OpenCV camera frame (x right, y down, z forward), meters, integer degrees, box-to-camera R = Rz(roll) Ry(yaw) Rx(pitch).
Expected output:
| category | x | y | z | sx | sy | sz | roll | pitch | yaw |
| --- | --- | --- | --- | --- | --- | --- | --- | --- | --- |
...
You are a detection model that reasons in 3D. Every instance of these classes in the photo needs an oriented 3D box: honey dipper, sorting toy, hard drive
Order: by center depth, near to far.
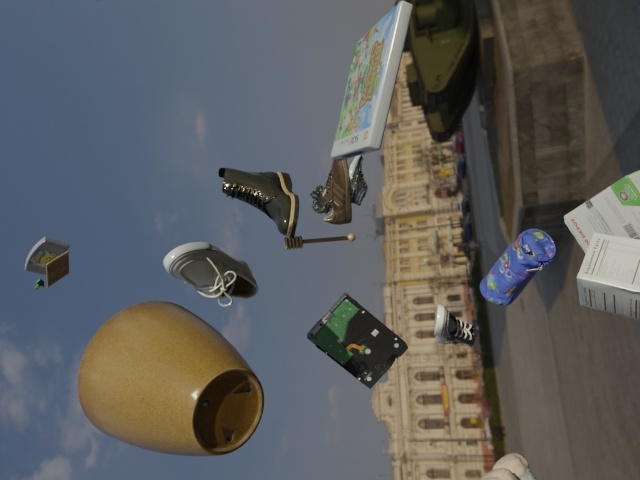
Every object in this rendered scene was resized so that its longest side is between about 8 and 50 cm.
| category | x | y | z | sx | sy | sz | roll | pitch | yaw |
| --- | --- | --- | --- | --- | --- | --- | --- | --- | --- |
| sorting toy | -0.510 | 0.059 | 0.938 | 0.083 | 0.012 | 0.062 | -56 | -12 | -60 |
| honey dipper | 0.000 | 0.000 | 1.098 | 0.030 | 0.160 | 0.031 | 175 | 90 | -76 |
| hard drive | 0.146 | 0.397 | 1.960 | 0.339 | 0.237 | 0.064 | 39 | -173 | -11 |

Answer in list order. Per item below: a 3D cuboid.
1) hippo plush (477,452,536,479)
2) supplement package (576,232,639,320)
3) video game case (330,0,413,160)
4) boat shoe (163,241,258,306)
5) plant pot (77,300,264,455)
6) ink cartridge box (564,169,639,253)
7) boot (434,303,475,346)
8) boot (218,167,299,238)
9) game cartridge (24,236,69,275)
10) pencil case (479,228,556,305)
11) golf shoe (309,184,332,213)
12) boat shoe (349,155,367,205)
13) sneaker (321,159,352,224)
| category | x | y | z | sx | sy | sz | roll | pitch | yaw |
| --- | --- | --- | --- | --- | --- | --- | --- | --- | --- |
| hippo plush | 0.379 | 0.495 | 0.769 | 0.234 | 0.236 | 0.294 | 42 | -128 | -33 |
| supplement package | 0.726 | 0.091 | 1.105 | 0.139 | 0.244 | 0.134 | -58 | -43 | -21 |
| video game case | 0.074 | -0.239 | 0.786 | 0.193 | 0.023 | 0.213 | -164 | 87 | -74 |
| boat shoe | -0.305 | 0.122 | 1.484 | 0.156 | 0.136 | 0.367 | 50 | -172 | 28 |
| plant pot | -0.209 | 0.225 | 0.761 | 0.237 | 0.254 | 0.237 | -1 | -88 | -43 |
| ink cartridge box | 0.740 | -0.051 | 1.216 | 0.160 | 0.092 | 0.219 | 64 | 158 | 15 |
| boot | 0.294 | 0.187 | 1.072 | 0.190 | 0.086 | 0.069 | 54 | -137 | -65 |
| boot | -0.118 | -0.072 | 0.917 | 0.198 | 0.136 | 0.077 | -115 | 36 | -57 |
| game cartridge | -0.539 | 0.032 | 0.969 | 0.056 | 0.083 | 0.017 | 26 | -160 | -41 |
| pencil case | 0.622 | 0.096 | 1.568 | 0.306 | 0.119 | 0.133 | 107 | 167 | -52 |
| golf shoe | 0.020 | -0.134 | 1.767 | 0.094 | 0.077 | 0.198 | 42 | -163 | -20 |
| boat shoe | 0.129 | -0.205 | 1.685 | 0.065 | 0.083 | 0.183 | 96 | -165 | -73 |
| sneaker | 0.036 | -0.124 | 1.195 | 0.066 | 0.071 | 0.189 | -98 | 2 | -67 |
